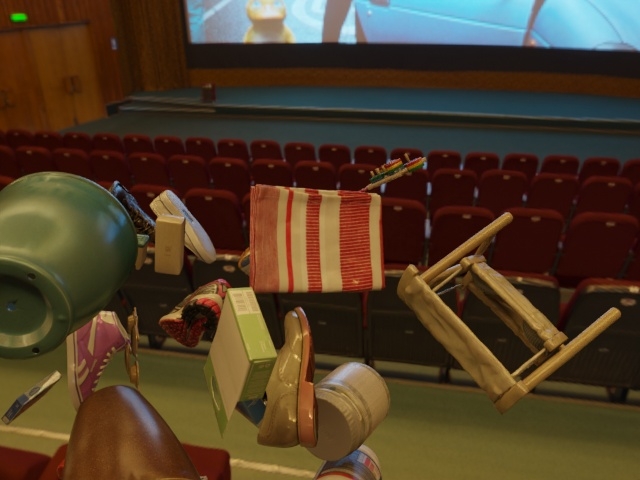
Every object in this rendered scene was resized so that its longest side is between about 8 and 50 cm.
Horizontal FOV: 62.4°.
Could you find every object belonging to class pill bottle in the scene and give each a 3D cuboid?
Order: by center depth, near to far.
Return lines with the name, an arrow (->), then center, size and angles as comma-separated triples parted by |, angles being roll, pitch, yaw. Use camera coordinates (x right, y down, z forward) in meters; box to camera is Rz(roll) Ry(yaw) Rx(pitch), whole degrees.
pill bottle -> 0.082, 0.768, 1.632 | 0.210, 0.210, 0.363 | 6, -1, 13

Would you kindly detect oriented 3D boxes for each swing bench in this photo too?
swing bench -> 0.296, 0.127, 0.898 | 0.254, 0.165, 0.253 | -26, 61, -24

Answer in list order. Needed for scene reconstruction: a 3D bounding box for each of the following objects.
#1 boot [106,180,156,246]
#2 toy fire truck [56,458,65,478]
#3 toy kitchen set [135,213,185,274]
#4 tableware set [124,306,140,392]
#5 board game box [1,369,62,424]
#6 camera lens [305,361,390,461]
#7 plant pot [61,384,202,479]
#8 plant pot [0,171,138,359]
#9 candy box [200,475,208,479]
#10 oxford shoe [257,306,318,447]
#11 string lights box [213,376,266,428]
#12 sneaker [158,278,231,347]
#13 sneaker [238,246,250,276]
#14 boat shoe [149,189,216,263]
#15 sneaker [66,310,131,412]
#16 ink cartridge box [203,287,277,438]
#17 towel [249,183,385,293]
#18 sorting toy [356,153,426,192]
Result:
boot -> -0.451, -0.042, 1.348 | 0.091, 0.229, 0.263 | -47, 10, 0
toy fire truck -> -0.712, 0.788, 1.769 | 0.253, 0.302, 0.169 | 14, 30, 8
toy kitchen set -> -0.390, -0.029, 1.146 | 0.207, 0.122, 0.166 | 8, 25, -5
tableware set -> -0.398, 0.232, 1.126 | 0.020, 0.169, 0.141 | 0, 21, -27
board game box -> -0.540, 0.293, 0.990 | 0.020, 0.090, 0.090 | 47, 31, -1
camera lens -> 0.074, 0.515, 1.624 | 0.219, 0.219, 0.274 | 15, 17, 28
plant pot -> -0.318, 0.356, 0.852 | 0.215, 0.215, 0.230 | -13, 40, -23
plant pot -> -0.473, 0.051, 0.889 | 0.271, 0.272, 0.255 | -3, 25, -5
candy box -> -0.430, 0.873, 1.744 | 0.196, 0.165, 0.070 | -24, -8, 42
oxford shoe -> -0.086, 0.312, 1.281 | 0.146, 0.140, 0.397 | -6, 34, 1
string lights box -> -0.249, 0.491, 1.702 | 0.133, 0.260, 0.077 | 28, 59, 30
sneaker -> -0.331, 0.201, 1.426 | 0.299, 0.121, 0.112 | -30, 21, 43
sneaker -> -0.086, 0.026, 1.454 | 0.296, 0.131, 0.112 | -32, 23, 31
boat shoe -> -0.417, -0.028, 1.609 | 0.084, 0.258, 0.095 | -34, 1, 13
sneaker -> -0.596, 0.331, 1.435 | 0.161, 0.282, 0.102 | -2, 6, -18
ink cartridge box -> -0.156, 0.230, 0.989 | 0.056, 0.235, 0.171 | -1, 40, -27
towel -> 0.000, 0.000, 1.196 | 0.329, 0.237, 0.037 | 2, -7, -24
sorting toy -> 0.203, -0.201, 1.500 | 0.132, 0.046, 0.274 | -32, 7, -39
